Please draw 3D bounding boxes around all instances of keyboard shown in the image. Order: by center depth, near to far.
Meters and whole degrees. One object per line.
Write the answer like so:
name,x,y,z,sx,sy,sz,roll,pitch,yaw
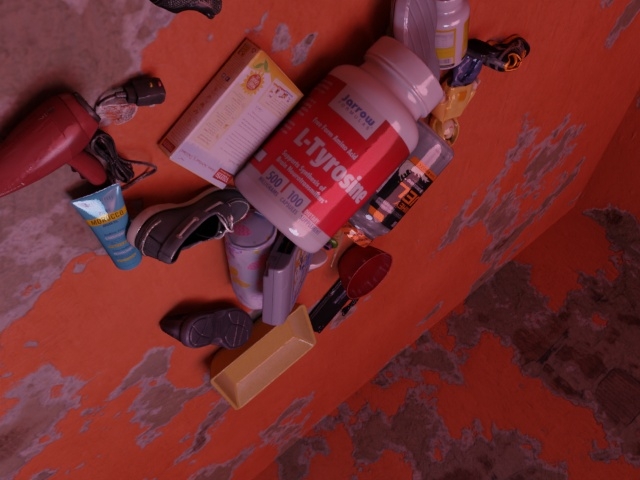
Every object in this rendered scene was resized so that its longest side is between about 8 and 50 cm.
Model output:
keyboard,0.077,0.186,2.019,0.317,0.033,0.202,-50,147,10

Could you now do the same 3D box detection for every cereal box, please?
cereal box,-0.154,-0.216,1.073,0.240,0.047,0.173,-48,154,5

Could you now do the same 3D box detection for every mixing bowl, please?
mixing bowl,0.121,0.081,1.844,0.182,0.098,0.181,-30,146,-24

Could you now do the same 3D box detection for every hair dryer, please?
hair dryer,-0.352,-0.117,0.885,0.294,0.080,0.223,-22,146,-40

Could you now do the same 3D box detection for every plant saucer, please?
plant saucer,-0.176,0.331,1.797,0.333,0.081,0.332,-38,153,-14

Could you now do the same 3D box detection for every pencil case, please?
pencil case,-0.149,0.048,1.387,0.124,0.113,0.273,-39,154,-24

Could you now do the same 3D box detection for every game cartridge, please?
game cartridge,-0.064,0.044,1.392,0.297,0.062,0.198,-67,163,-48

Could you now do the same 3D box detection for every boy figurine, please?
boy figurine,0.344,-0.368,1.549,0.177,0.092,0.285,-23,143,-43

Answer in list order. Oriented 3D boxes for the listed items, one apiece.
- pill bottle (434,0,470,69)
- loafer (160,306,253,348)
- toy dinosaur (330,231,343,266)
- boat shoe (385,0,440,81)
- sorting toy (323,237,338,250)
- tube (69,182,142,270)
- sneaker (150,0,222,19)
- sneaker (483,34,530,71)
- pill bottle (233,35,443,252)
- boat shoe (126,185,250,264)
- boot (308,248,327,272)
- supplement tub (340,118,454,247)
pill bottle,0.261,-0.459,1.275,0.103,0.103,0.184,-40,154,-11
loafer,-0.273,0.210,1.494,0.303,0.095,0.108,18,83,-66
toy dinosaur,0.050,-0.028,1.655,0.112,0.064,0.211,-24,142,-4
boat shoe,0.176,-0.403,1.236,0.109,0.094,0.302,-51,153,-12
sorting toy,0.000,0.000,1.590,0.102,0.061,0.042,51,56,-36
tube,-0.358,-0.022,1.040,0.080,0.052,0.207,-28,151,-17
sneaker,-0.143,-0.388,0.803,0.228,0.087,0.130,-41,156,-4
sneaker,0.508,-0.491,1.619,0.215,0.083,0.084,-25,146,-38
pill bottle,0.041,-0.191,1.192,0.407,0.229,0.229,-47,154,2
boat shoe,-0.221,-0.025,1.150,0.319,0.099,0.116,-24,145,-60
boot,-0.072,0.076,1.610,0.190,0.069,0.086,-14,148,-35
supplement tub,0.153,-0.149,1.459,0.316,0.193,0.194,-50,154,10
